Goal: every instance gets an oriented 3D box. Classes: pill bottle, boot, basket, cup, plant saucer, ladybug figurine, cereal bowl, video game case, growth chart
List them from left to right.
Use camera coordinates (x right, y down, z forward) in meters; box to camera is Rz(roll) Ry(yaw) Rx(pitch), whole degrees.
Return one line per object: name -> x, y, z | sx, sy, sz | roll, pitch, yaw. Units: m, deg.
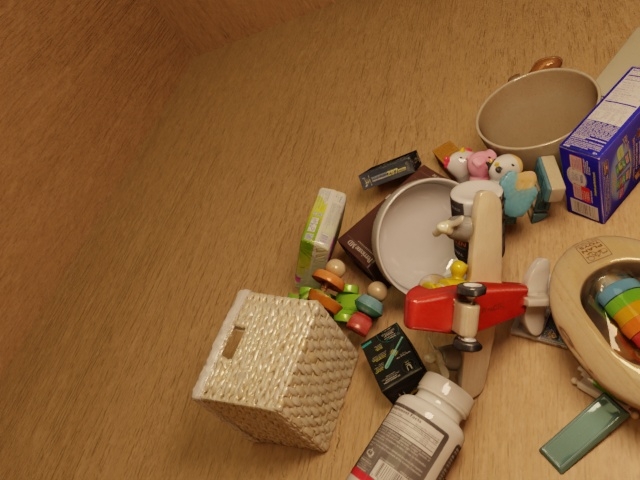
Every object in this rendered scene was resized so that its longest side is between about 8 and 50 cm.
basket -> -0.101, 0.355, 1.452 | 0.267, 0.331, 0.328 | 2, 54, 30
pill bottle -> 0.214, 0.465, 1.230 | 0.176, 0.176, 0.318 | 21, 66, 45
cereal bowl -> 0.296, -0.009, 1.527 | 0.339, 0.339, 0.141 | -40, 14, -3
pill bottle -> 0.406, -0.021, 1.394 | 0.131, 0.245, 0.130 | -10, 30, 6
boot -> 0.748, -0.541, 1.875 | 0.197, 0.073, 0.152 | -25, 39, 32
cup -> 0.653, -0.304, 1.590 | 0.331, 0.237, 0.331 | -20, 44, 20
video game case -> 0.592, 0.173, 1.355 | 0.173, 0.022, 0.190 | 11, 59, 42
plant saucer -> 0.556, 0.405, 1.150 | 0.192, 0.018, 0.067 | -43, 43, 3
growth chart -> 0.676, 0.266, 1.209 | 0.172, 0.021, 0.237 | 19, 66, 43
ladybug figurine -> 0.670, 0.178, 1.151 | 0.305, 0.162, 0.449 | -24, 46, 10

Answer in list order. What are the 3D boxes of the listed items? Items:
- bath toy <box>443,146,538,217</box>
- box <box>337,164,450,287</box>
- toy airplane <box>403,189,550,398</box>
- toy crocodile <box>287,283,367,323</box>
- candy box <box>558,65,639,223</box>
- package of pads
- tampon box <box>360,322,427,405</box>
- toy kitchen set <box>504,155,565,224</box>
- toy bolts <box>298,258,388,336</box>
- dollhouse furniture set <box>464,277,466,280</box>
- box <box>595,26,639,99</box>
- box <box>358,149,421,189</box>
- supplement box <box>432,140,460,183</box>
bath toy -> 0.458, -0.188, 1.518 | 0.151, 0.129, 0.348 | -65, 22, 14
box -> 0.263, -0.045, 1.703 | 0.381, 0.143, 0.191 | -42, 41, -4
toy airplane -> 0.359, 0.131, 1.284 | 0.272, 0.384, 0.386 | 12, 59, 51
toy crocodile -> 0.032, 0.201, 1.670 | 0.341, 0.105, 0.115 | -5, 72, 28
candy box -> 0.780, -0.248, 1.424 | 0.317, 0.268, 0.122 | -45, 46, -10
package of pads -> 0.000, 0.000, 1.739 | 0.101, 0.296, 0.229 | 17, 57, 3
tampon box -> 0.200, 0.326, 1.426 | 0.120, 0.101, 0.161 | -32, 42, 7
toy kitchen set -> 0.551, -0.110, 1.488 | 0.166, 0.207, 0.122 | -5, 52, 6
toy bolts -> 0.079, 0.146, 1.508 | 0.229, 0.218, 0.158 | 30, 78, 2
dollhouse furniture set -> 0.419, 0.169, 1.445 | 0.081, 0.091, 0.114 | -45, 42, 14
box -> 0.935, -0.481, 1.629 | 0.311, 0.148, 0.121 | -50, 43, -12
box -> 0.244, -0.245, 1.872 | 0.183, 0.059, 0.233 | -20, 8, 21
supplement box -> 0.459, -0.236, 1.787 | 0.080, 0.078, 0.233 | -33, 41, 4
